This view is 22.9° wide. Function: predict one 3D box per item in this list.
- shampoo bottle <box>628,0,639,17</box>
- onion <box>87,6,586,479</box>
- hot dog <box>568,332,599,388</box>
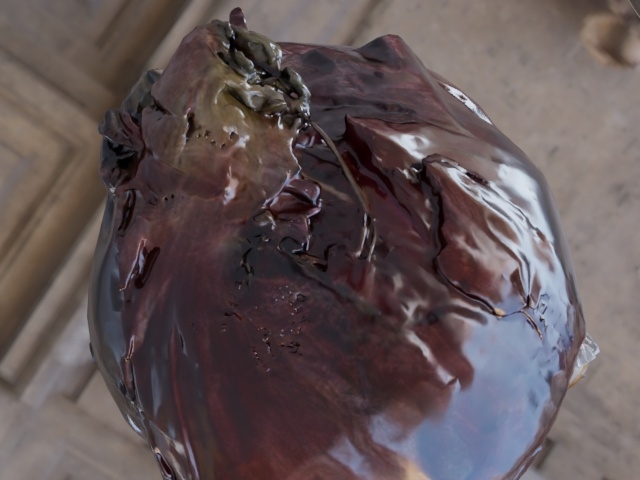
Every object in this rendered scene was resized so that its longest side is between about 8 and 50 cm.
[{"bbox_3d":[0.120,-0.053,0.293,0.078,0.127,0.257,-29,-154,-10],"label":"shampoo bottle"},{"bbox_3d":[0.011,0.013,0.746,0.221,0.281,0.281,-23,-145,24],"label":"onion"},{"bbox_3d":[0.124,0.066,1.164,0.252,0.131,0.069,-127,-135,-84],"label":"hot dog"}]
